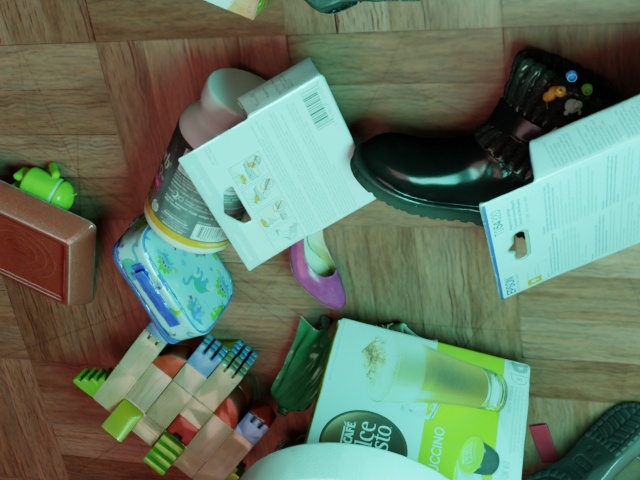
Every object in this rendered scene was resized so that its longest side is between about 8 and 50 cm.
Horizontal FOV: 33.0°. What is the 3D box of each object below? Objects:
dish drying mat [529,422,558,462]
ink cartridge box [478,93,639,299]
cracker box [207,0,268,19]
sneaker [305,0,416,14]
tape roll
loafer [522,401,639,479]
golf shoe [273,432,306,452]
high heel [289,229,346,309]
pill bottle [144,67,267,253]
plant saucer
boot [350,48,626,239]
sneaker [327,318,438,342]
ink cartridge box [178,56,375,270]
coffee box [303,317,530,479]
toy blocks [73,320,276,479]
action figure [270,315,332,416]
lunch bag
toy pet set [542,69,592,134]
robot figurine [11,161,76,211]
[{"bbox_3d":[0.395,0.357,1.910,0.032,0.008,0.083,-11,115,24],"label":"dish drying mat"},{"bbox_3d":[0.369,-0.065,1.449,0.330,0.071,0.324,-21,152,3],"label":"ink cartridge box"},{"bbox_3d":[-0.174,-0.443,1.585,0.232,0.067,0.156,23,125,6],"label":"cracker box"},{"bbox_3d":[0.039,-0.371,1.552,0.234,0.078,0.106,10,149,-3],"label":"sneaker"},{"bbox_3d":[0.050,0.443,1.571,0.391,0.072,0.392,8,132,9],"label":"tape roll"},{"bbox_3d":[0.436,0.433,1.795,0.366,0.134,0.130,-40,115,3],"label":"loafer"},{"bbox_3d":[-0.018,0.504,2.064,0.105,0.120,0.273,-24,117,-10],"label":"golf shoe"},{"bbox_3d":[0.000,0.000,1.791,0.117,0.082,0.244,-24,99,36],"label":"high heel"},{"bbox_3d":[-0.166,-0.125,1.721,0.162,0.162,0.278,30,125,0],"label":"pill bottle"},{"bbox_3d":[-0.536,0.009,1.962,0.259,0.048,0.258,24,142,4],"label":"plant saucer"},{"bbox_3d":[0.237,-0.158,1.562,0.347,0.131,0.260,13,128,-6],"label":"boot"},{"bbox_3d":[0.115,0.165,1.858,0.192,0.064,0.086,25,128,-5],"label":"sneaker"},{"bbox_3d":[-0.063,-0.108,1.631,0.238,0.060,0.275,-29,136,-1],"label":"ink cartridge box"},{"bbox_3d":[0.128,0.391,1.780,0.334,0.338,0.338,15,134,3],"label":"coffee box"},{"bbox_3d":[-0.227,0.276,1.999,0.381,0.191,0.261,39,113,-1],"label":"toy blocks"},{"bbox_3d":[-0.024,0.239,1.953,0.137,0.063,0.232,31,122,-3],"label":"action figure"},{"bbox_3d":[-0.252,0.055,1.853,0.090,0.176,0.219,-20,113,28],"label":"lunch bag"},{"bbox_3d":[0.338,-0.141,1.442,0.122,0.065,0.114,34,122,-23],"label":"toy pet set"},{"bbox_3d":[-0.488,-0.087,1.917,0.115,0.067,0.101,25,115,4],"label":"robot figurine"}]
